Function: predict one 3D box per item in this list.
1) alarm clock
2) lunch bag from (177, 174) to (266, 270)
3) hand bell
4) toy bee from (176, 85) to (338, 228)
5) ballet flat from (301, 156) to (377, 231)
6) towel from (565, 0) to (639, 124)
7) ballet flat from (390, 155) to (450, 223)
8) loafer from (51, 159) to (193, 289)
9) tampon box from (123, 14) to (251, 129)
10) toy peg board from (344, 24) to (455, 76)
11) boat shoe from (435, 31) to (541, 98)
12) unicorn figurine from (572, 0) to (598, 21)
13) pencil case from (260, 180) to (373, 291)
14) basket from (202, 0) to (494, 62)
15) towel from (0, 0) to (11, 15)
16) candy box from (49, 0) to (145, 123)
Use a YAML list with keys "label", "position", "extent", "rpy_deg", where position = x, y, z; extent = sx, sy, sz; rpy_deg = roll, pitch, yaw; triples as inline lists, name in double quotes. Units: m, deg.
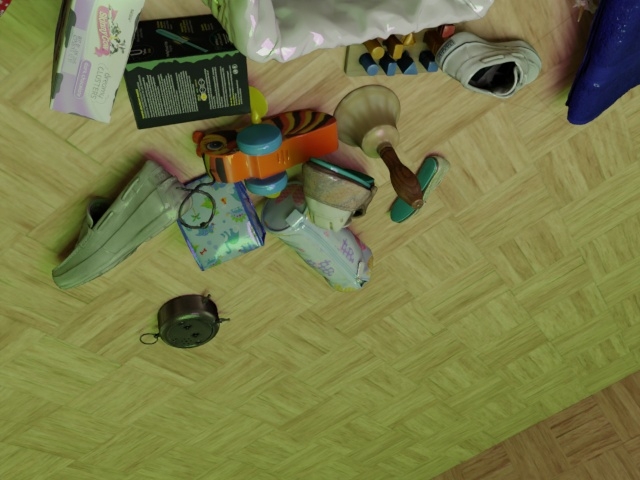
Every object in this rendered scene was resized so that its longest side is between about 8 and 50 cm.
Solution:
- label: "alarm clock"
  position: [-0.301, 0.187, 1.257]
  extent: [0.192, 0.064, 0.129]
  rpy_deg: [-21, 138, 5]
- label: "lunch bag"
  position: [-0.184, -0.043, 1.039]
  extent: [0.128, 0.096, 0.151]
  rpy_deg: [-24, 109, 3]
- label: "hand bell"
  position: [0.113, -0.134, 0.946]
  extent: [0.126, 0.242, 0.126]
  rpy_deg: [-12, 138, -11]
- label: "toy bee"
  position: [-0.125, -0.152, 0.929]
  extent: [0.298, 0.162, 0.195]
  rpy_deg: [-12, 126, -41]
- label: "ballet flat"
  position: [0.034, -0.068, 0.973]
  extent: [0.106, 0.107, 0.316]
  rpy_deg: [-68, 164, 8]
- label: "towel"
  position: [0.520, -0.350, 0.953]
  extent: [0.227, 0.076, 0.308]
  rpy_deg: [-33, 153, -10]
- label: "ballet flat"
  position: [0.203, -0.095, 1.164]
  extent: [0.052, 0.057, 0.168]
  rpy_deg: [4, 134, -38]
- label: "loafer"
  position: [-0.357, -0.022, 0.999]
  extent: [0.319, 0.112, 0.111]
  rpy_deg: [-33, 99, 21]
- label: "tampon box"
  position: [-0.188, -0.238, 0.811]
  extent: [0.160, 0.120, 0.101]
  rpy_deg: [-10, 136, -11]
- label: "toy peg board"
  position: [0.131, -0.314, 0.889]
  extent: [0.161, 0.079, 0.161]
  rpy_deg: [-7, 136, -14]
- label: "boat shoe"
  position: [0.291, -0.271, 0.951]
  extent: [0.258, 0.084, 0.095]
  rpy_deg: [-10, 149, -38]
- label: "unicorn figurine"
  position: [0.477, -0.418, 0.939]
  extent: [0.111, 0.060, 0.162]
  rpy_deg: [13, 113, -24]
- label: "pencil case"
  position: [0.000, 0.000, 1.131]
  extent: [0.113, 0.124, 0.273]
  rpy_deg: [-33, 136, 13]
- label: "basket"
  position: [0.014, -0.398, 0.558]
  extent: [0.331, 0.266, 0.328]
  rpy_deg: [-21, 142, -28]
- label: "towel"
  position: [-0.283, -0.368, 0.591]
  extent: [0.275, 0.199, 0.031]
  rpy_deg: [-37, 154, 19]
- label: "candy box"
  position: [-0.269, -0.266, 0.694]
  extent: [0.070, 0.196, 0.165]
  rpy_deg: [10, 129, -30]
